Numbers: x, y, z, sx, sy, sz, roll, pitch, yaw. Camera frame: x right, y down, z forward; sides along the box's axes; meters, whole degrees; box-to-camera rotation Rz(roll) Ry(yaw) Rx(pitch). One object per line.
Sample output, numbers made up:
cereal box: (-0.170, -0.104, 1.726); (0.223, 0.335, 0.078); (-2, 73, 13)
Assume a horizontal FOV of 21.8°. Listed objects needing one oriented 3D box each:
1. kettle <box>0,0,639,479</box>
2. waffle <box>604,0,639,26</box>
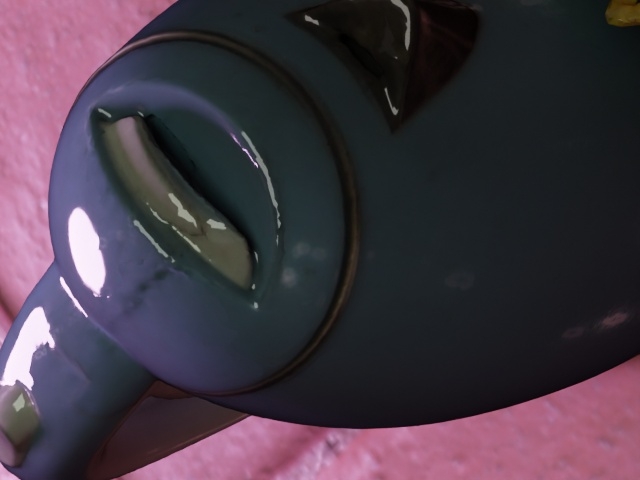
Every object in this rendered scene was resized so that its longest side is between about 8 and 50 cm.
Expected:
kettle: (0.000, 0.000, 0.761); (0.247, 0.342, 0.319); (48, 120, 17)
waffle: (0.202, -0.189, 0.733); (0.329, 0.062, 0.329); (0, 63, 0)
